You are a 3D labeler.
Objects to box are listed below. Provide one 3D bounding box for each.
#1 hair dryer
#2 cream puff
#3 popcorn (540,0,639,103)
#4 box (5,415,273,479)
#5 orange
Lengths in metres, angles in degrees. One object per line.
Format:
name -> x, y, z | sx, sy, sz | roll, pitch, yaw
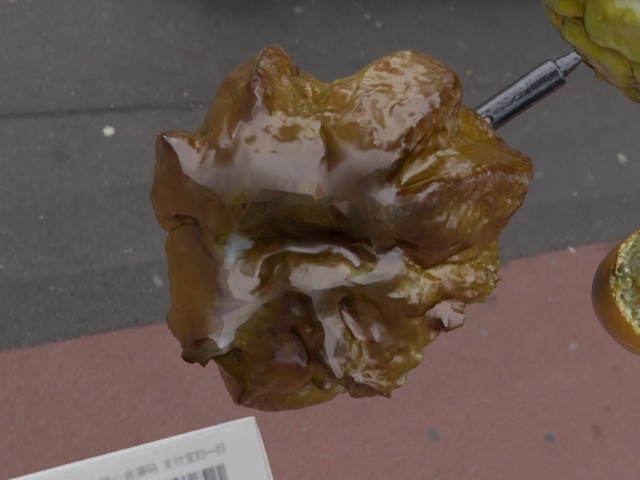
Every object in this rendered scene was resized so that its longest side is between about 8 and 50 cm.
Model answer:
hair dryer -> 0.156, -0.116, 0.885 | 0.255, 0.128, 0.070 | -33, 101, 5
cream puff -> 0.000, 0.000, 0.583 | 0.240, 0.269, 0.155 | 18, 18, 14
popcorn -> 0.237, -0.188, 0.564 | 0.237, 0.251, 0.206 | 40, 95, 3
box -> -0.214, 0.175, 0.471 | 0.343, 0.200, 0.065 | -8, 76, -37
orange -> 0.327, 0.040, 0.800 | 0.134, 0.156, 0.156 | 41, 50, 4
